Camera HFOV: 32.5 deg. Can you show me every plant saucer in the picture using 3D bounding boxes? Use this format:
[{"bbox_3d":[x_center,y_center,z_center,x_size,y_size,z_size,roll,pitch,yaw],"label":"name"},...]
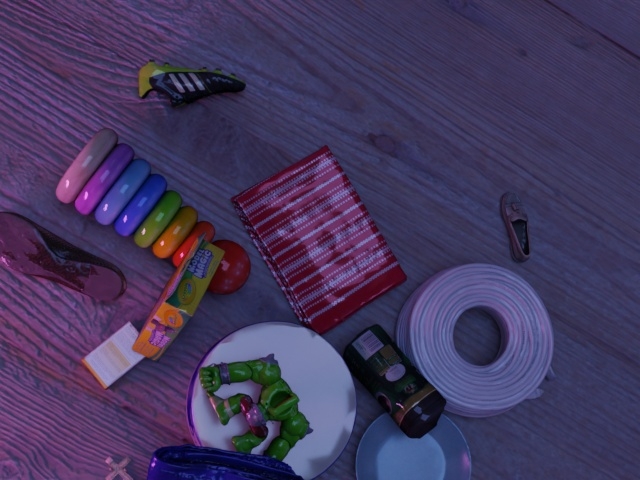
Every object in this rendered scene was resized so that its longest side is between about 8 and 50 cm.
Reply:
[{"bbox_3d":[0.149,0.368,1.800,0.195,0.037,0.194,2,80,-10],"label":"plant saucer"}]

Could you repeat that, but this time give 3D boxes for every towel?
[{"bbox_3d":[-0.162,0.446,1.647,0.228,0.076,0.308,13,115,-4],"label":"towel"},{"bbox_3d":[0.000,0.000,1.840,0.199,0.031,0.274,-30,87,-14],"label":"towel"}]

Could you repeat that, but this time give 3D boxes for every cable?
[{"bbox_3d":[0.258,0.165,1.826,0.257,0.089,0.257,-17,84,-12],"label":"cable"}]

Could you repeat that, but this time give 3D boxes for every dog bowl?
[{"bbox_3d":[-0.078,0.261,1.744,0.265,0.104,0.264,2,81,-10],"label":"dog bowl"}]

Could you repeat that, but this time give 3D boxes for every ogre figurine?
[{"bbox_3d":[-0.089,0.257,1.640,0.118,0.097,0.197,-28,82,-7],"label":"ogre figurine"}]

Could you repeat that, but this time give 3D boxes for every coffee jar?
[{"bbox_3d":[0.120,0.228,1.763,0.079,0.096,0.184,-34,69,-20],"label":"coffee jar"}]

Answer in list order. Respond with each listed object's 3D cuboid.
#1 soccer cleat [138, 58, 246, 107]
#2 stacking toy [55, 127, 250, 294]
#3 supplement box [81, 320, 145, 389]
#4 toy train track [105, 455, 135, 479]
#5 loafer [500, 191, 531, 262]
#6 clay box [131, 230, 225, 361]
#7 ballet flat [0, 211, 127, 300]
[{"bbox_3d":[-0.215,-0.255,1.835,0.179,0.060,0.072,7,89,-2],"label":"soccer cleat"},{"bbox_3d":[-0.251,-0.033,1.760,0.330,0.141,0.141,36,77,-9],"label":"stacking toy"},{"bbox_3d":[-0.322,0.183,1.749,0.098,0.036,0.062,-39,88,-13],"label":"supplement box"},{"bbox_3d":[-0.306,0.373,1.732,0.083,0.014,0.048,44,77,-1],"label":"toy train track"},{"bbox_3d":[0.343,-0.026,1.898,0.045,0.039,0.125,-9,82,-10],"label":"loafer"},{"bbox_3d":[-0.213,0.087,1.673,0.053,0.222,0.127,30,56,-9],"label":"clay box"},{"bbox_3d":[-0.423,0.026,1.755,0.250,0.058,0.084,24,99,0],"label":"ballet flat"}]
